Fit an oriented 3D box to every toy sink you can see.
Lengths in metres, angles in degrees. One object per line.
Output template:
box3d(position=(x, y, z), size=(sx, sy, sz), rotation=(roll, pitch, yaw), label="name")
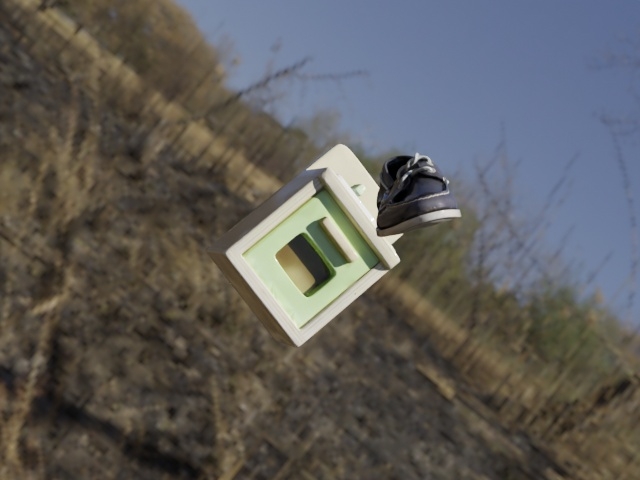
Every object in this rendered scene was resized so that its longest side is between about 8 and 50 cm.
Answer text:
box3d(position=(0.000, 0.000, 1.691), size=(0.153, 0.234, 0.131), rotation=(53, -13, -10), label="toy sink")

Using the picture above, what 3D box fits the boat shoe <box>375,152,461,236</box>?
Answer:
box3d(position=(0.079, -0.044, 1.209), size=(0.206, 0.075, 0.065), rotation=(-101, 178, -85), label="boat shoe")
